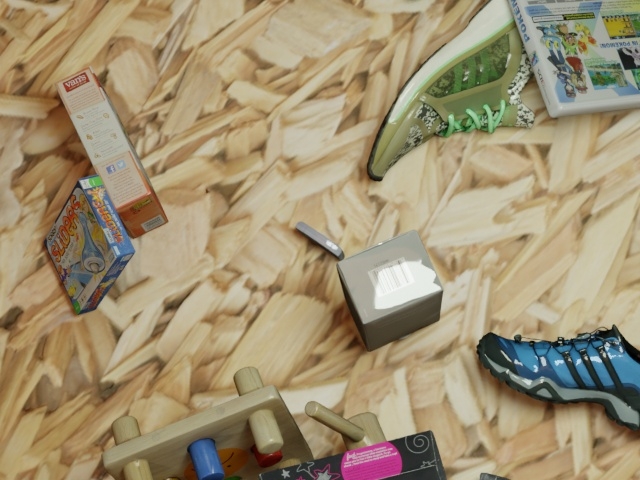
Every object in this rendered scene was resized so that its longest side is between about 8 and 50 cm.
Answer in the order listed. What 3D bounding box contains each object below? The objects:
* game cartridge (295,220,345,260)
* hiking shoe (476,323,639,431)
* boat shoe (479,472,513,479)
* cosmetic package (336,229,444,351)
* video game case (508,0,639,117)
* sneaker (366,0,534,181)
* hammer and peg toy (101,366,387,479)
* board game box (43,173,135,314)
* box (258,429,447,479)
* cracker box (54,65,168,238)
[{"bbox_3d":[0.000,0.000,1.867,0.083,0.056,0.017,34,89,12],"label":"game cartridge"},{"bbox_3d":[0.378,0.170,1.747,0.304,0.113,0.132,17,105,0],"label":"hiking shoe"},{"bbox_3d":[0.215,0.475,1.703,0.102,0.108,0.301,18,76,9],"label":"boat shoe"},{"bbox_3d":[0.101,0.077,1.747,0.127,0.238,0.107,-23,78,-4],"label":"cosmetic package"},{"bbox_3d":[0.438,-0.340,1.850,0.329,0.036,0.300,-9,73,-27],"label":"video game case"},{"bbox_3d":[0.242,-0.220,1.862,0.182,0.158,0.410,45,86,5],"label":"sneaker"},{"bbox_3d":[-0.102,0.281,1.702,0.361,0.266,0.127,-22,57,0],"label":"hammer and peg toy"},{"bbox_3d":[-0.351,0.009,1.831,0.035,0.201,0.136,-17,71,-35],"label":"board game box"},{"bbox_3d":[0.060,0.386,1.653,0.247,0.142,0.163,-15,56,1],"label":"box"},{"bbox_3d":[-0.321,-0.134,1.877,0.067,0.156,0.232,-27,76,-4],"label":"cracker box"}]
